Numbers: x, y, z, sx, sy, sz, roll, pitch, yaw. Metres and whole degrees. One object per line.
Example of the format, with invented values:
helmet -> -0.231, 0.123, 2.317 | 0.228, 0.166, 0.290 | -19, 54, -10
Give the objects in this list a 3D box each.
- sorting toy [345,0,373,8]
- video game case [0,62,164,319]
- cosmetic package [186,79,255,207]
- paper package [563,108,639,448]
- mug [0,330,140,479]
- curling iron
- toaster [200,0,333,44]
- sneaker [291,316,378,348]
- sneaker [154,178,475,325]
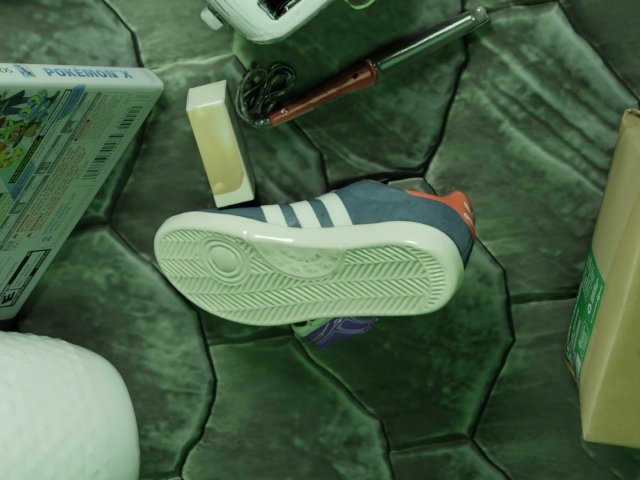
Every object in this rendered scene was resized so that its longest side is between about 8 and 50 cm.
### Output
sorting toy -> 0.052, -0.253, 1.653 | 0.083, 0.075, 0.045 | -40, 111, 19
video game case -> -0.330, -0.036, 1.664 | 0.036, 0.300, 0.329 | 45, 114, 20
cosmetic package -> -0.101, -0.099, 1.741 | 0.041, 0.060, 0.115 | -13, 116, 6
paper package -> 0.434, 0.052, 1.768 | 0.309, 0.168, 0.325 | 8, 118, -3
mug -> -0.387, 0.249, 1.813 | 0.328, 0.276, 0.374 | -7, 155, -27
curling iron -> 0.039, -0.179, 1.714 | 0.274, 0.035, 0.068 | -18, 117, 9
toaster -> -0.023, -0.287, 1.595 | 0.227, 0.146, 0.129 | -38, 113, 17
sneaker -> 0.049, 0.061, 1.836 | 0.170, 0.068, 0.071 | -30, 130, 23
sneaker -> 0.000, 0.000, 1.771 | 0.350, 0.148, 0.131 | 4, 125, 25
